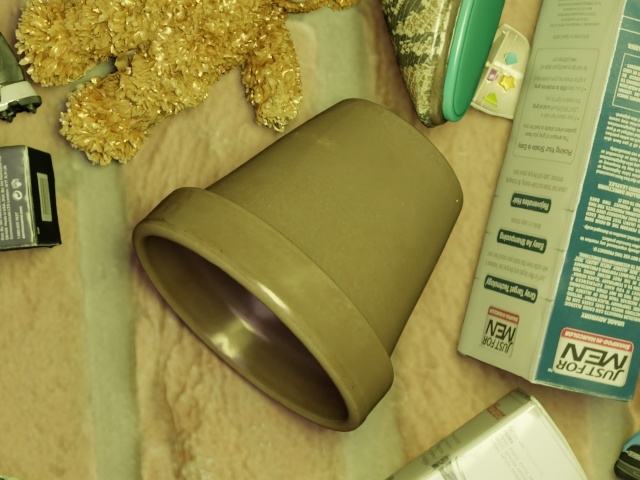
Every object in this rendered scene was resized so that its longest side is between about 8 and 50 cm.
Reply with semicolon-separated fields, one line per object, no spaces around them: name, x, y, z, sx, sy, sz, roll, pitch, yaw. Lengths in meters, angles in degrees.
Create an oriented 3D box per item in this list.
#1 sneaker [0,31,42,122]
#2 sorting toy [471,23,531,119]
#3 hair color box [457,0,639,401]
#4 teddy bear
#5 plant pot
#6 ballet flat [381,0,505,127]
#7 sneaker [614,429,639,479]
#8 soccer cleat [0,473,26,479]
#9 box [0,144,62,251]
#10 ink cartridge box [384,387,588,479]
sneaker;-0.382;-0.134;1.767;0.234;0.078;0.106;-19;88;-4
sorting toy;0.179;-0.147;1.791;0.075;0.045;0.083;28;84;-11
hair color box;0.238;-0.044;1.714;0.105;0.174;0.347;13;92;-18
teddy bear;-0.113;-0.207;1.751;0.338;0.113;0.245;-14;93;0
plant pot;0.000;0.000;1.705;0.263;0.263;0.229;41;72;-1
ballet flat;0.139;-0.341;1.745;0.182;0.164;0.483;23;83;17
sneaker;0.349;0.254;1.789;0.188;0.067;0.078;45;111;-2
soccer cleat;-0.337;0.225;1.773;0.196;0.068;0.076;1;87;2
box;-0.325;-0.031;1.725;0.158;0.156;0.093;-6;90;0
ink cartridge box;0.122;0.232;1.731;0.218;0.158;0.092;-37;90;0
